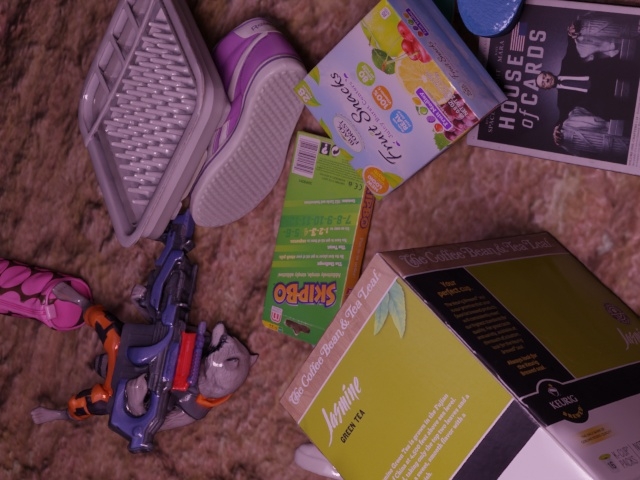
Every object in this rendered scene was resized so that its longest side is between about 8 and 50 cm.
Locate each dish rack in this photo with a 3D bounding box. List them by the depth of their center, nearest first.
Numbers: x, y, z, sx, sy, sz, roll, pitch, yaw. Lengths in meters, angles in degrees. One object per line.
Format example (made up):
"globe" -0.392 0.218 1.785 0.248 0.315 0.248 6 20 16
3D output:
"dish rack" -0.219 -0.180 1.858 0.285 0.072 0.332 -59 38 31

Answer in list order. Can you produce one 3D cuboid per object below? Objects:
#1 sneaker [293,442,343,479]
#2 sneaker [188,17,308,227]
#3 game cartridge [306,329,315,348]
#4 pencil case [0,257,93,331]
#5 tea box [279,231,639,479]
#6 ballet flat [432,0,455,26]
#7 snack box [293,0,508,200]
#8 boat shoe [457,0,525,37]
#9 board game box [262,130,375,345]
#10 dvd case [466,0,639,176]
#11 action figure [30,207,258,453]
"sneaker" 0.066 0.257 1.737 0.212 0.080 0.094 4 85 32
"sneaker" -0.109 -0.159 1.834 0.282 0.102 0.161 -59 43 29
"game cartridge" 0.019 0.138 1.792 0.056 0.017 0.083 -41 69 30
"pencil case" -0.444 0.084 2.112 0.209 0.098 0.095 8 99 38
"tea box" 0.202 0.178 1.444 0.323 0.329 0.220 48 121 27
"ballet flat" 0.101 -0.344 1.653 0.086 0.086 0.248 -12 85 39
"snack box" 0.088 -0.169 1.617 0.174 0.070 0.207 52 140 2
"boat shoe" 0.210 -0.351 1.551 0.109 0.089 0.258 9 93 21
"board game box" 0.000 0.000 1.774 0.124 0.039 0.259 18 98 37
"dvd case" 0.276 -0.175 1.546 0.239 0.030 0.179 14 102 37
"action figure" -0.229 0.135 1.942 0.330 0.178 0.341 6 70 32
